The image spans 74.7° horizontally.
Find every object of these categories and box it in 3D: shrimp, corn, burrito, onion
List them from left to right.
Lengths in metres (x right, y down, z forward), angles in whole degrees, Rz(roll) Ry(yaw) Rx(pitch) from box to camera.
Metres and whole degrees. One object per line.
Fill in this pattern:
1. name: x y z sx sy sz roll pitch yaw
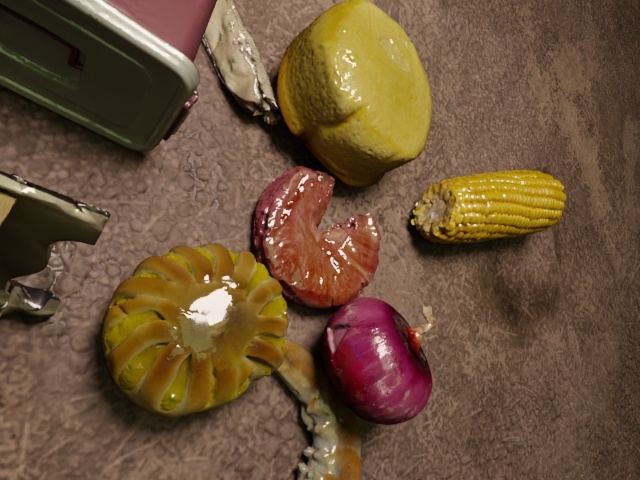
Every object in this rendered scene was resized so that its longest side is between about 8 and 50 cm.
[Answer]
1. burrito: -0.121 -0.269 0.593 0.063 0.058 0.229 -32 103 -38
2. shrimp: -0.019 0.279 0.563 0.186 0.068 0.286 12 74 -34
3. onion: 0.081 0.165 0.587 0.177 0.154 0.177 24 59 -48
4. corn: 0.346 -0.070 0.822 0.388 0.144 0.143 -5 85 -35

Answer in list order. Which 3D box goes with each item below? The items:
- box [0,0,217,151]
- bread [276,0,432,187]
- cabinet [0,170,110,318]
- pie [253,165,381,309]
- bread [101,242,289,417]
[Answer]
1. box: -0.253 -0.248 0.422 0.294 0.193 0.167 27 63 -28
2. bread: 0.061 -0.223 0.651 0.270 0.148 0.269 12 71 -40
3. cabinet: -0.350 0.072 0.235 0.318 0.228 0.289 26 46 -30
4. pie: 0.000 0.000 0.629 0.219 0.054 0.204 31 66 -26
5. bread: -0.135 0.096 0.487 0.214 0.105 0.213 8 71 -24
